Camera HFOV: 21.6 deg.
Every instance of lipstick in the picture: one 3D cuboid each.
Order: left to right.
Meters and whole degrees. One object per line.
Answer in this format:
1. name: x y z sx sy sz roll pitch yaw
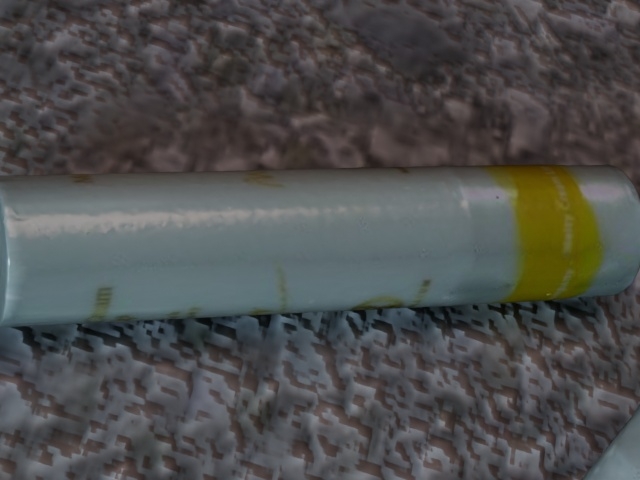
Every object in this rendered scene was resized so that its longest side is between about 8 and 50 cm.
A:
1. lipstick: 0.000 0.000 0.661 0.264 0.059 0.059 -3 50 -21

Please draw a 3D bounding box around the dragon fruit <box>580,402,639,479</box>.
1. dragon fruit: 0.213 0.113 0.531 0.283 0.204 0.221 -27 62 -35
